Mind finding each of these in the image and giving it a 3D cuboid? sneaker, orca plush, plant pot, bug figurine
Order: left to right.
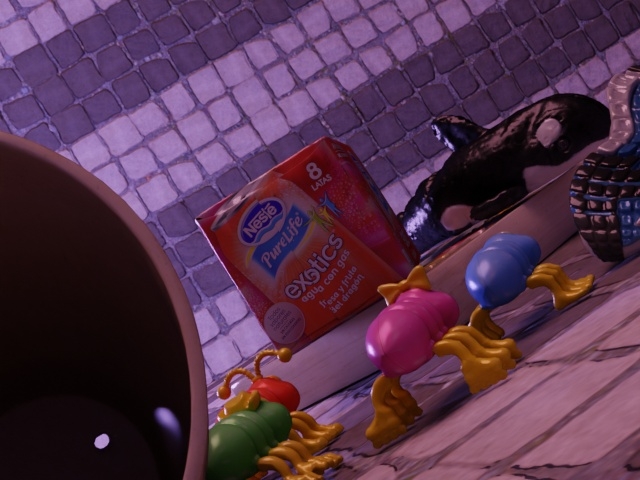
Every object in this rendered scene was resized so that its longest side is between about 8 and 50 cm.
[{"bbox_3d":[-0.163,0.111,0.606,0.256,0.256,0.274,-33,-17,-7],"label":"plant pot"},{"bbox_3d":[0.022,0.076,0.724,0.279,0.072,0.216,-33,-1,17],"label":"bug figurine"},{"bbox_3d":[0.141,-0.074,1.134,0.151,0.102,0.287,-32,-1,-32],"label":"orca plush"},{"bbox_3d":[0.214,-0.036,0.811,0.071,0.083,0.190,6,39,24],"label":"sneaker"}]

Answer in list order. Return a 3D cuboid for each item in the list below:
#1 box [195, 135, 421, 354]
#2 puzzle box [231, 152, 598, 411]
[{"bbox_3d":[0.000,0.000,1.013,0.123,0.128,0.257,-33,-1,6],"label":"box"},{"bbox_3d":[0.128,0.027,1.158,0.272,0.052,0.409,-33,-1,43],"label":"puzzle box"}]
